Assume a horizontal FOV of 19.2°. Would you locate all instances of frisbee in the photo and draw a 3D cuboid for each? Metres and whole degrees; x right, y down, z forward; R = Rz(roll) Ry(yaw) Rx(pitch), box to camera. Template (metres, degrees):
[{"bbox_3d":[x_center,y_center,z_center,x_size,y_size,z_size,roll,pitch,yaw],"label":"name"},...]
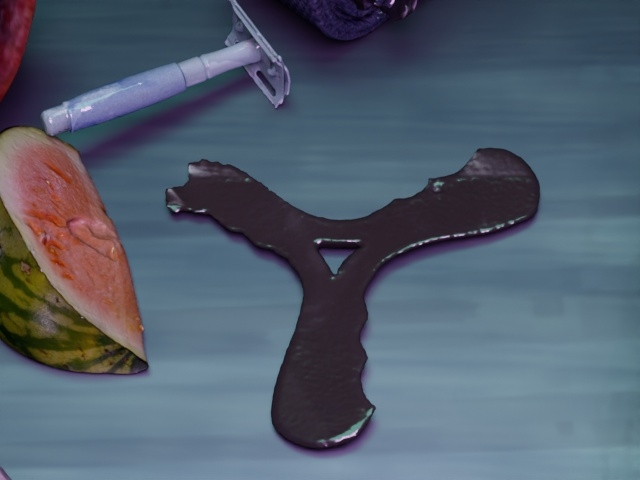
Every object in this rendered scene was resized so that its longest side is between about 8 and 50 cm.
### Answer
[{"bbox_3d":[0.000,0.000,1.000,0.187,0.012,0.211,30,61,27],"label":"frisbee"}]

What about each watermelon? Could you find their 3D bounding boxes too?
[{"bbox_3d":[-0.157,0.009,0.994,0.069,0.087,0.163,-42,47,21],"label":"watermelon"}]

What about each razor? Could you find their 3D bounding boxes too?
[{"bbox_3d":[-0.091,-0.087,1.050,0.135,0.040,0.068,-22,52,-19],"label":"razor"}]

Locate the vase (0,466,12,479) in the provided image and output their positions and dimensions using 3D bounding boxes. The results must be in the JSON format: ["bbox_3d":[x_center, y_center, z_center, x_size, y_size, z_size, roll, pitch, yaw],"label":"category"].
[{"bbox_3d":[-0.142,0.230,0.700,0.250,0.250,0.445,-36,63,-20],"label":"vase"}]

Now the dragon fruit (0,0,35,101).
[{"bbox_3d":[-0.338,-0.053,1.039,0.329,0.228,0.286,2,17,32],"label":"dragon fruit"}]

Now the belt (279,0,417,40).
[{"bbox_3d":[0.028,-0.226,1.042,0.126,0.230,0.139,38,38,29],"label":"belt"}]
